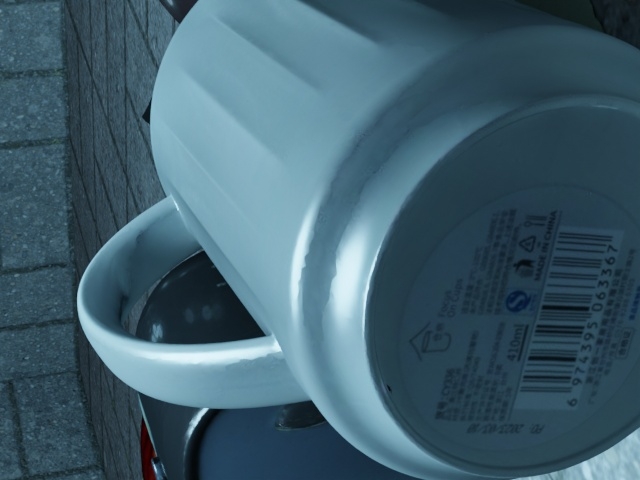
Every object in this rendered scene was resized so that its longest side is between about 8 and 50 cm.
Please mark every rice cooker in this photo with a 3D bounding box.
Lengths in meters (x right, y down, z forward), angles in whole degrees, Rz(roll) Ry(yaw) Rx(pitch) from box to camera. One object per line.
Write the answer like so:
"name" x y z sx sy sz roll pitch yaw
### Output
"rice cooker" -0.026 0.128 1.088 0.224 0.267 0.267 -122 30 -58

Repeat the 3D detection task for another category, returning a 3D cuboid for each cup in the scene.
"cup" 0.018 -0.008 0.750 0.237 0.323 0.327 60 173 -29

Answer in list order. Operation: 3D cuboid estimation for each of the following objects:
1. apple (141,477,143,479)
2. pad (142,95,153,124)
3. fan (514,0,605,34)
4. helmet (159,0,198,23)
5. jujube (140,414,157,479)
"apple" -0.145 0.348 1.703 0.200 0.200 0.200 173 90 -74
"pad" -0.092 -0.106 1.408 0.202 0.005 0.300 41 162 -4
"fan" 0.108 -0.089 0.955 0.415 0.012 0.233 -162 67 -69
"helmet" -0.081 -0.285 1.234 0.225 0.177 0.305 109 151 -52
"jujube" -0.088 0.179 1.424 0.223 0.223 0.318 -148 60 -69
